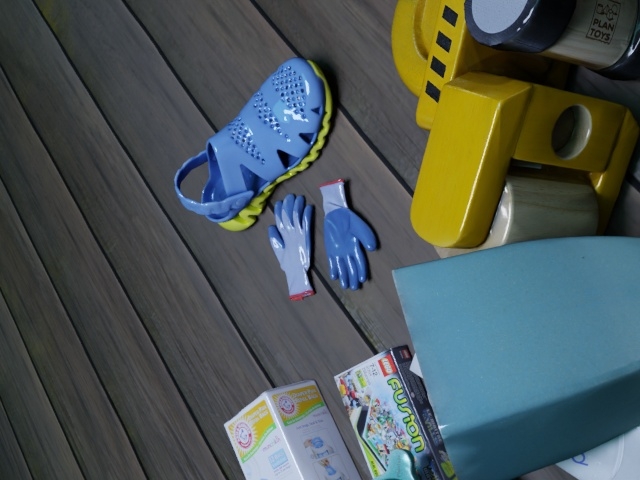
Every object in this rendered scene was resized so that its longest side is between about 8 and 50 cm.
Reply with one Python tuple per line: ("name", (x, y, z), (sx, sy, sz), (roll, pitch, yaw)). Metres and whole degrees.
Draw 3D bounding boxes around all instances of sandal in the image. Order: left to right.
("sandal", (-0.103, -0.129, 1.093), (0.317, 0.138, 0.126), (-52, 57, 30))

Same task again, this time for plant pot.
("plant pot", (0.209, 0.097, 0.688), (0.234, 0.165, 0.165), (-18, 52, 6))

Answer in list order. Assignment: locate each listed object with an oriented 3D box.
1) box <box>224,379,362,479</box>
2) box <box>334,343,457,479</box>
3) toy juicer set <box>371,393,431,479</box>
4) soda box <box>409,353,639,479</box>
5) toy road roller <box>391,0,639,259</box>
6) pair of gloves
("box", (-0.033, 0.317, 1.071), (0.114, 0.103, 0.203), (-42, 65, 36))
("box", (0.102, 0.252, 0.988), (0.114, 0.036, 0.206), (-36, 68, 38))
("toy juicer set", (0.124, 0.360, 0.882), (0.209, 0.090, 0.328), (36, 112, 38))
("soda box", (0.240, 0.162, 0.813), (0.286, 0.098, 0.091), (30, 112, 37))
("toy road roller", (0.183, -0.145, 0.793), (0.241, 0.203, 0.329), (30, 112, 54))
("pair of gloves", (0.000, 0.000, 1.081), (0.198, 0.023, 0.159), (-16, 83, 43))
